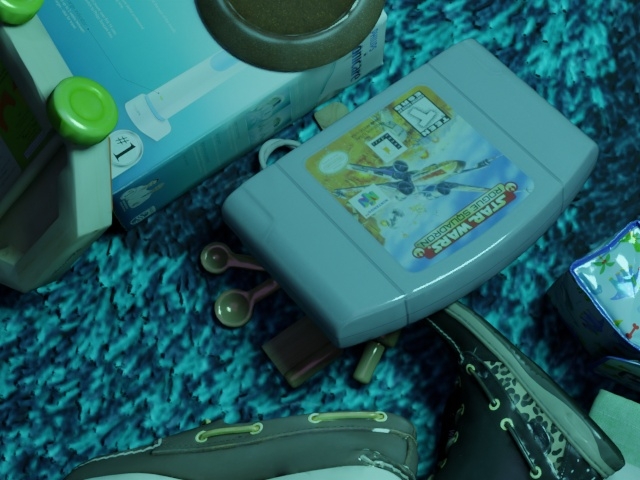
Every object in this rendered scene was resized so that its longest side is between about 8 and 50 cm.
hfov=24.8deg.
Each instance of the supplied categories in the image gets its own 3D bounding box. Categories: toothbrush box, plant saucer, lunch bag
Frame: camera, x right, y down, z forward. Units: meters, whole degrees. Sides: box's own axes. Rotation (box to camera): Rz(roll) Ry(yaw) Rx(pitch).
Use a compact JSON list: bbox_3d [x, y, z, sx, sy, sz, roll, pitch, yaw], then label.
[{"bbox_3d":[-0.119,-0.186,1.315,0.295,0.126,0.216,-35,79,-7],"label":"toothbrush box"},{"bbox_3d":[-0.025,-0.229,1.248,0.168,0.029,0.168,0,75,0],"label":"plant saucer"},{"bbox_3d":[0.274,0.075,1.258,0.096,0.129,0.151,-36,82,-6],"label":"lunch bag"}]

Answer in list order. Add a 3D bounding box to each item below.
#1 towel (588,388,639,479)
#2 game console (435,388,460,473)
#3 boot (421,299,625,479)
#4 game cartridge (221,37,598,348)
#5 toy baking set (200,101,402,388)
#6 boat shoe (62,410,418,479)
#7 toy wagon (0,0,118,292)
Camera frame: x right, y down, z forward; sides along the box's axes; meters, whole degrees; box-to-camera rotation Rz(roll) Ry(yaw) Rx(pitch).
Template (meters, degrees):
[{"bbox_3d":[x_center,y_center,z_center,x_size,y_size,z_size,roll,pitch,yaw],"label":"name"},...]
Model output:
[{"bbox_3d":[0.246,0.298,1.133,0.248,0.038,0.324,19,82,48],"label":"towel"},{"bbox_3d":[0.124,0.301,1.252,0.213,0.044,0.361,8,77,2],"label":"game console"},{"bbox_3d":[0.119,0.167,1.226,0.178,0.085,0.236,-48,52,3],"label":"boot"},{"bbox_3d":[0.088,-0.043,1.273,0.297,0.062,0.198,-35,56,-17],"label":"game cartridge"},{"bbox_3d":[0.005,0.004,1.322,0.197,0.030,0.256,29,79,6],"label":"toy baking set"},{"bbox_3d":[-0.075,0.203,1.228,0.324,0.116,0.096,-8,41,19],"label":"boat shoe"},{"bbox_3d":[-0.302,-0.129,1.246,0.068,0.267,0.344,-23,78,-45],"label":"toy wagon"}]
